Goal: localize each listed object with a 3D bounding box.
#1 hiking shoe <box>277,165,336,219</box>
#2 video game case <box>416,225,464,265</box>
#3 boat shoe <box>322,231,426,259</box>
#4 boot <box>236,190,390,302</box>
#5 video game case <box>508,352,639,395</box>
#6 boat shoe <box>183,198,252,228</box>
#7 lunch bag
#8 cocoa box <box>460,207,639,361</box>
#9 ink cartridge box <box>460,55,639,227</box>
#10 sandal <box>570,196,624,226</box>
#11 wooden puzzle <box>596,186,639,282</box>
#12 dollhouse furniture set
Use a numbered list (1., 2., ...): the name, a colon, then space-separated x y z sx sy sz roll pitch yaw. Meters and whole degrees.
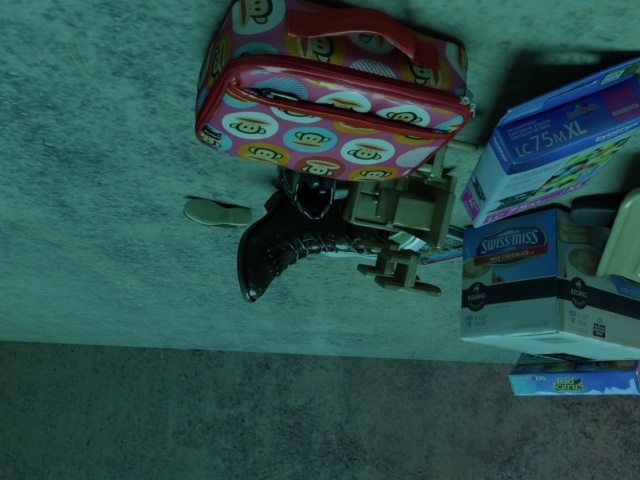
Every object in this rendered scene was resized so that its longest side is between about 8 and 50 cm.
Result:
1. hiking shoe: -0.023 -0.083 1.194 0.086 0.114 0.227 5 164 -6
2. video game case: 0.185 -0.002 1.598 0.285 0.025 0.204 16 160 -36
3. boat shoe: 0.070 -0.018 1.422 0.094 0.109 0.302 19 160 -39
4. boot: 0.000 0.000 1.295 0.229 0.263 0.091 4 138 22
5. video game case: 0.584 0.255 1.734 0.269 0.061 0.244 -8 -162 34
6. boat shoe: -0.197 -0.047 1.483 0.137 0.049 0.043 7 167 -29
7. lunch bag: 0.018 -0.172 0.890 0.293 0.120 0.258 8 159 -20
8. cocoa box: 0.469 0.099 1.519 0.347 0.228 0.231 15 162 -35
9. ink cartridge box: 0.297 -0.113 1.008 0.186 0.065 0.311 -21 163 -5
10. sandal: 0.551 -0.056 1.309 0.254 0.054 0.097 7 159 23
11. wooden puzzle: 0.630 0.024 1.218 0.348 0.080 0.322 18 162 18
12. dollhouse furniture set: 0.152 -0.045 1.141 0.161 0.212 0.242 10 -171 -18
